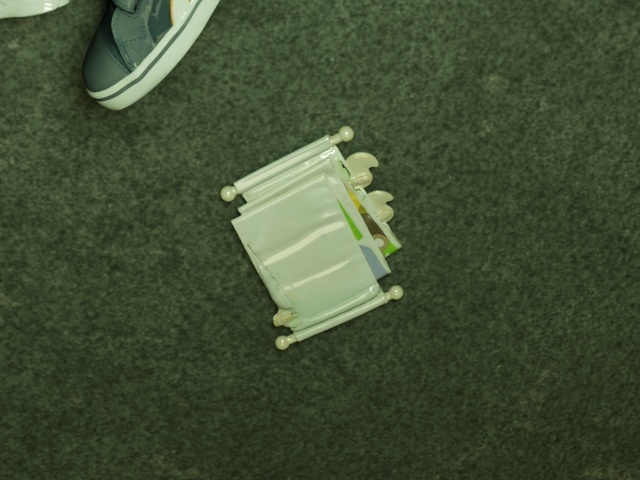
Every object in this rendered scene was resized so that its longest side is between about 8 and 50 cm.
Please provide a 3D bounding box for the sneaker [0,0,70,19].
[{"bbox_3d":[-0.309,-0.226,1.726,0.152,0.053,0.061,-14,101,3],"label":"sneaker"}]

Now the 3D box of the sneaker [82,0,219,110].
[{"bbox_3d":[-0.135,-0.270,1.681,0.127,0.126,0.321,32,104,-31],"label":"sneaker"}]

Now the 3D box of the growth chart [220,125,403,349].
[{"bbox_3d":[0.000,0.000,1.947,0.172,0.021,0.237,-20,125,2],"label":"growth chart"}]
